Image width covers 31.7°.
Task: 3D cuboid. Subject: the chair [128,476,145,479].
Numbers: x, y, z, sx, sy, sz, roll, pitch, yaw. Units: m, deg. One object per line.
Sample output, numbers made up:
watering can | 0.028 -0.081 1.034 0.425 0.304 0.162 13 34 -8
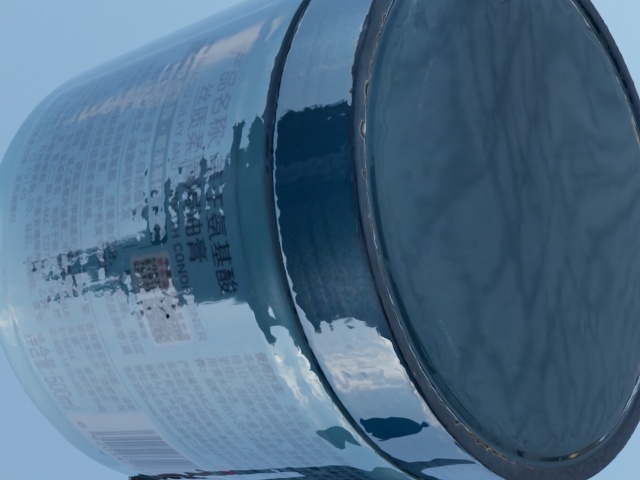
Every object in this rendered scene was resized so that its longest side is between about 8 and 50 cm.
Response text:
chair | 0.007 0.275 0.875 0.175 0.183 0.326 -29 -88 -38

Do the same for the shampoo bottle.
shampoo bottle | 0.000 0.000 0.753 0.331 0.342 0.331 14 -108 -46
